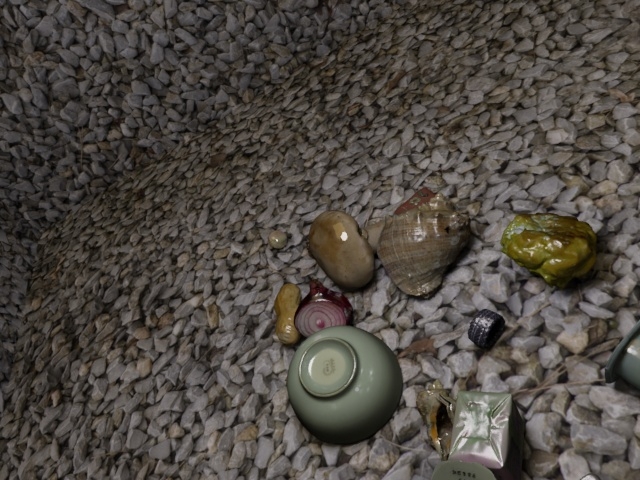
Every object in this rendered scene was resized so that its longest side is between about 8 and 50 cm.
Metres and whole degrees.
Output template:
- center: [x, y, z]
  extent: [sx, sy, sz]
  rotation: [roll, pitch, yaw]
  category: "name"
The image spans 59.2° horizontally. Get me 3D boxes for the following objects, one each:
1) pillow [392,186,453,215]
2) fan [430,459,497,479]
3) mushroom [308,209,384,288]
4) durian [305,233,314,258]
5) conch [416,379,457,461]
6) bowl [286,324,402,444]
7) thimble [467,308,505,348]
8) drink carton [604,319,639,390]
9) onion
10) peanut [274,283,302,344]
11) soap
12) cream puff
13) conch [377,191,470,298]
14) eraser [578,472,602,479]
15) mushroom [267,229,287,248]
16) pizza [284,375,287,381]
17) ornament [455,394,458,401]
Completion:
- center: [0.366, -0.115, 2.027]
  extent: [0.171, 0.075, 0.179]
  rotation: [-41, 40, -3]
  category: "pillow"
- center: [0.331, 0.646, 1.256]
  extent: [0.182, 0.010, 0.311]
  rotation: [-5, 89, 33]
  category: "fan"
- center: [0.117, 0.003, 1.967]
  extent: [0.289, 0.293, 0.292]
  rotation: [-29, 39, -17]
  category: "mushroom"
- center: [0.000, 0.000, 2.163]
  extent: [0.148, 0.091, 0.189]
  rotation: [-18, 46, 20]
  category: "durian"
- center: [0.316, 0.470, 1.478]
  extent: [0.129, 0.155, 0.207]
  rotation: [-1, 69, 10]
  category: "conch"
- center: [0.047, 0.396, 1.644]
  extent: [0.353, 0.185, 0.354]
  rotation: [-11, 57, 16]
  category: "bowl"
- center: [0.472, 0.250, 1.604]
  extent: [0.104, 0.095, 0.066]
  rotation: [-37, 41, -23]
  category: "thimble"
- center: [0.790, 0.301, 1.295]
  extent: [0.191, 0.185, 0.189]
  rotation: [-43, 53, -9]
  category: "drink carton"
- center: [0.004, 0.213, 1.872]
  extent: [0.195, 0.218, 0.140]
  rotation: [-11, 16, 19]
  category: "onion"
- center: [-0.109, 0.256, 1.999]
  extent: [0.117, 0.101, 0.263]
  rotation: [-8, 41, -5]
  category: "peanut"
- center: [0.404, 0.485, 1.358]
  extent: [0.138, 0.199, 0.182]
  rotation: [-3, 52, 29]
  category: "soap"
- center: [0.647, 0.036, 1.612]
  extent: [0.281, 0.185, 0.282]
  rotation: [-4, 26, 2]
  category: "cream puff"
- center: [0.331, -0.008, 1.820]
  extent: [0.296, 0.210, 0.353]
  rotation: [9, 57, 13]
  category: "conch"
- center: [0.645, 0.650, 1.134]
  extent: [0.111, 0.077, 0.352]
  rotation: [-39, 41, 1]
  category: "eraser"
- center: [-0.175, -0.002, 2.306]
  extent: [0.083, 0.068, 0.084]
  rotation: [6, 48, -7]
  category: "mushroom"
- center: [0.005, 0.401, 1.817]
  extent: [0.270, 0.056, 0.134]
  rotation: [-23, 42, 15]
  category: "pizza"
- center: [0.410, 0.440, 1.515]
  extent: [0.092, 0.041, 0.069]
  rotation: [-23, 38, 31]
  category: "ornament"
